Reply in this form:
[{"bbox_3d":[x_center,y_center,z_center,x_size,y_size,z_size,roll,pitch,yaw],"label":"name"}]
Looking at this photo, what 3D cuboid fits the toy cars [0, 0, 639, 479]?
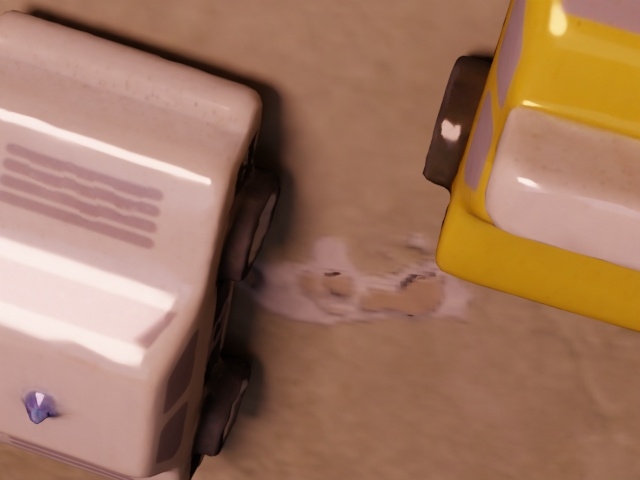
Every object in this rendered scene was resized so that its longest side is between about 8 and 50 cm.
[{"bbox_3d":[0.000,0.000,0.408,0.394,0.087,0.176,-22,123,39],"label":"toy cars"}]
